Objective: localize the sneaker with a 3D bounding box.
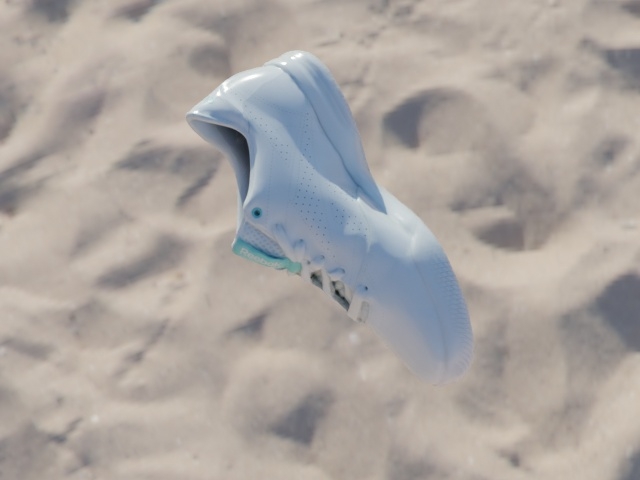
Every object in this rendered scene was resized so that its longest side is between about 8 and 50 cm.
[{"bbox_3d":[0.000,0.000,0.952,0.094,0.080,0.212,-25,73,-25],"label":"sneaker"}]
